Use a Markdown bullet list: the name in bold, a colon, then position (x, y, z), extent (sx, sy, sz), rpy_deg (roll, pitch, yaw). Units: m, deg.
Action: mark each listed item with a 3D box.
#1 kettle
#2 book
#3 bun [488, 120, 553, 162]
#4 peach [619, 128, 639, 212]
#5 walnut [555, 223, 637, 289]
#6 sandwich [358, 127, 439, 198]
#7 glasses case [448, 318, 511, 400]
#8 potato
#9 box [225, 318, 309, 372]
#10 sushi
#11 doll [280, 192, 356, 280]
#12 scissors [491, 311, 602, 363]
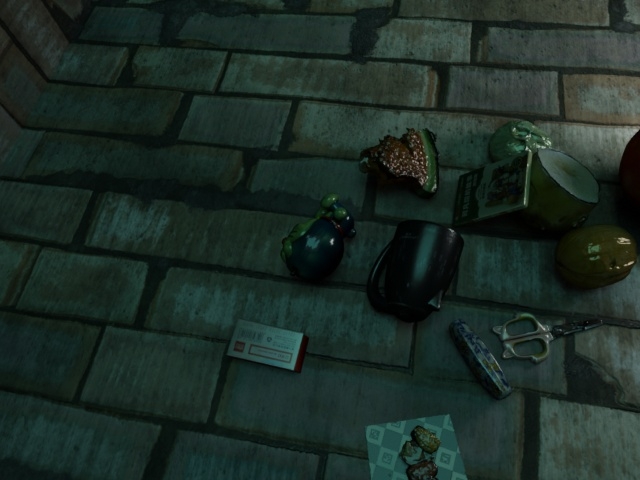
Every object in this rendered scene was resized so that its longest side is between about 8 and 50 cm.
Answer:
- **kettle**: position (0.271, 0.105, 1.522), extent (0.269, 0.207, 0.290), rpy_deg (6, 70, 42)
- **book**: position (0.546, -0.160, 1.596), extent (0.027, 0.264, 0.201), rpy_deg (28, 63, -28)
- **bun**: position (0.693, -0.335, 1.716), extent (0.213, 0.126, 0.203), rpy_deg (-13, 65, -1)
- **peach**: position (1.085, -0.217, 1.465), extent (0.389, 0.388, 0.387), rpy_deg (-3, 63, 5)
- **walnut**: position (0.814, 0.048, 1.474), extent (0.226, 0.193, 0.193), rpy_deg (-4, 63, -3)
- **sandwich**: position (0.257, -0.255, 1.704), extent (0.302, 0.162, 0.250), rpy_deg (0, 73, -27)
- **glasses case**: position (0.452, 0.337, 1.423), extent (0.065, 0.087, 0.247), rpy_deg (-24, 64, -10)
- **potato**: position (0.735, -0.150, 1.592), extent (0.247, 0.196, 0.299), rpy_deg (36, 41, 3)
- **box**: position (-0.160, 0.320, 1.519), extent (0.230, 0.050, 0.122), rpy_deg (10, 67, 10)
- **sushi**: position (0.261, 0.623, 1.321), extent (0.264, 0.050, 0.289), rpy_deg (-9, 63, 2)
- **doll**: position (0.000, 0.000, 1.585), extent (0.186, 0.198, 0.322), rpy_deg (36, 62, 8)
- **scissors**: position (0.675, 0.270, 1.468), extent (0.318, 0.024, 0.160), rpy_deg (-12, 63, 0)
